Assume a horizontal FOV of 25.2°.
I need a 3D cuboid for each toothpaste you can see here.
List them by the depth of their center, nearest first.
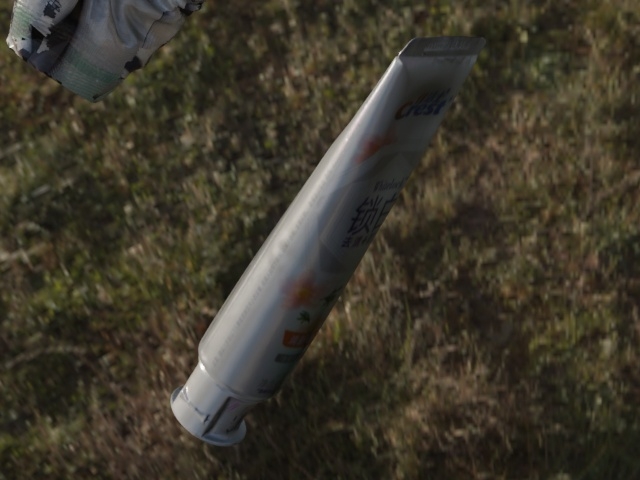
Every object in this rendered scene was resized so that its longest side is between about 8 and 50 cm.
[{"bbox_3d":[0.000,0.000,0.932,0.066,0.100,0.323,43,117,22],"label":"toothpaste"}]

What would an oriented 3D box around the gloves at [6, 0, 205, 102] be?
[{"bbox_3d":[-0.131,-0.204,0.996,0.127,0.111,0.212,37,98,-7],"label":"gloves"}]
